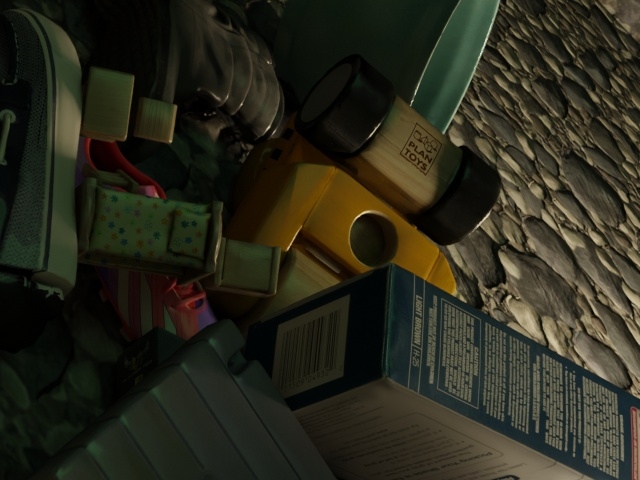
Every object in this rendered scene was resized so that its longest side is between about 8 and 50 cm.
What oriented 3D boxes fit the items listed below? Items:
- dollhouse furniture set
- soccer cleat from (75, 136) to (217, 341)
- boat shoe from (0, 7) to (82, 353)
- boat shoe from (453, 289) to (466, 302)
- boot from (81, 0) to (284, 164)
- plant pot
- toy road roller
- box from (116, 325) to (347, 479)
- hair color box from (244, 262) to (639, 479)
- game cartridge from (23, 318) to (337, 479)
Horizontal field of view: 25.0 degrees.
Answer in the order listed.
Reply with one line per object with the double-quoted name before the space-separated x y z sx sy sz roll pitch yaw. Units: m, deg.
"dollhouse furniture set" -0.106 -0.050 1.172 0.182 0.101 0.161 9 78 -19
"soccer cleat" -0.150 0.008 1.234 0.248 0.095 0.083 53 28 7
"boat shoe" -0.281 -0.084 1.121 0.158 0.127 0.340 27 35 -37
"boat shoe" 0.117 0.140 1.452 0.098 0.109 0.302 47 23 -4
"boot" -0.122 -0.162 1.474 0.222 0.118 0.338 37 34 -32
"plant pot" 0.066 -0.232 1.693 0.196 0.293 0.293 25 25 13
"toy road roller" 0.000 0.000 1.409 0.202 0.240 0.329 37 67 -21
"box" -0.059 0.194 1.173 0.232 0.059 0.183 30 36 -34
"hair color box" 0.117 0.152 1.207 0.347 0.174 0.105 29 52 -34
"game cartridge" -0.045 0.258 1.032 0.230 0.068 0.355 -39 99 -46
